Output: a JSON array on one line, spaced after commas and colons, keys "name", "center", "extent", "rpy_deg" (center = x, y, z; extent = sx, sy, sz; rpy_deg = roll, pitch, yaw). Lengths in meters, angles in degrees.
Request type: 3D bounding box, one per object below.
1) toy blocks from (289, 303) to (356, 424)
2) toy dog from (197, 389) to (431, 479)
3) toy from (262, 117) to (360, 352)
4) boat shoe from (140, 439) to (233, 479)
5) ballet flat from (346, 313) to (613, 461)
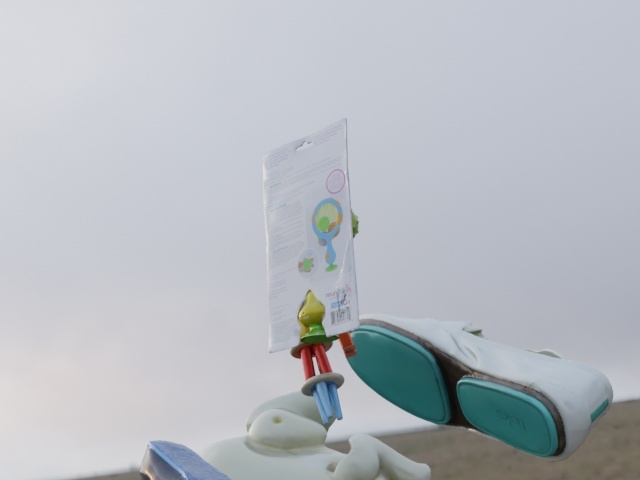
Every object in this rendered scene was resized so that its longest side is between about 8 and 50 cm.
[{"name": "toy blocks", "center": [0.010, 0.123, 1.422], "extent": [0.054, 0.148, 0.123], "rpy_deg": [0, -33, -30]}, {"name": "toy dog", "center": [-0.001, 0.404, 1.800], "extent": [0.395, 0.285, 0.408], "rpy_deg": [11, 7, -39]}, {"name": "toy", "center": [0.000, 0.000, 1.374], "extent": [0.137, 0.237, 0.056], "rpy_deg": [-19, -28, 41]}, {"name": "boat shoe", "center": [-0.151, 0.339, 1.574], "extent": [0.109, 0.089, 0.258], "rpy_deg": [15, 7, -29]}, {"name": "ballet flat", "center": [0.192, 0.164, 1.524], "extent": [0.139, 0.139, 0.400], "rpy_deg": [0, 10, -37]}]
